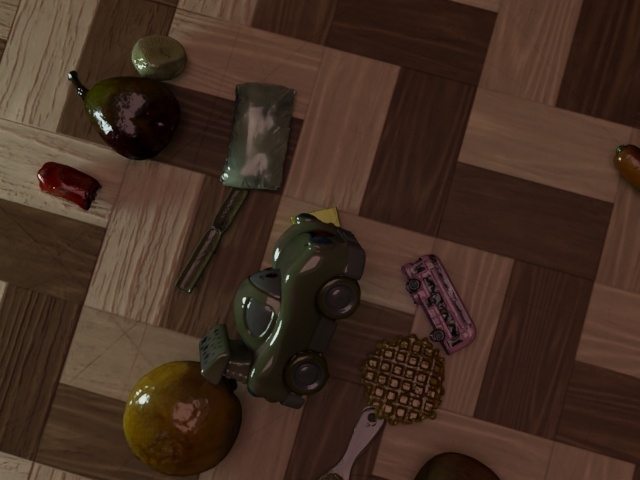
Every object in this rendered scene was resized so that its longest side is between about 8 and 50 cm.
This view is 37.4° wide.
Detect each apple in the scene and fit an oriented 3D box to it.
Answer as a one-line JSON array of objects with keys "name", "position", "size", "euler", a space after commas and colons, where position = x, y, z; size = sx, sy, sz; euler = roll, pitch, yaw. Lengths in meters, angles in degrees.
[{"name": "apple", "position": [0.260, 0.502, 1.798], "size": [0.174, 0.188, 0.188], "euler": [28, 85, 0]}]

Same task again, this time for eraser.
[{"name": "eraser", "position": [0.000, 0.000, 1.942], "size": [0.097, 0.045, 0.122], "euler": [-13, 84, 1]}]

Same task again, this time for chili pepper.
[{"name": "chili pepper", "position": [-0.527, -0.116, 1.967], "size": [0.123, 0.070, 0.073], "euler": [21, 101, 3]}]

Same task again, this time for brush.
[{"name": "brush", "position": [0.039, 0.465, 1.875], "size": [0.072, 0.067, 0.313], "euler": [32, 83, 7]}, {"name": "brush", "position": [-0.224, -0.004, 1.959], "size": [0.043, 0.036, 0.248], "euler": [28, 78, 1]}]

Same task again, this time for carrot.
[{"name": "carrot", "position": [0.683, -0.110, 1.918], "size": [0.225, 0.067, 0.067], "euler": [44, 86, 5]}]

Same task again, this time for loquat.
[{"name": "loquat", "position": [-0.266, 0.346, 1.834], "size": [0.238, 0.193, 0.238], "euler": [-2, 81, 11]}]

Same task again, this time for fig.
[{"name": "fig", "position": [-0.425, -0.282, 1.956], "size": [0.274, 0.145, 0.170], "euler": [29, 89, 19]}]

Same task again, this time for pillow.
[{"name": "pillow", "position": [-0.129, -0.217, 1.970], "size": [0.128, 0.051, 0.229], "euler": [9, 83, 2]}]

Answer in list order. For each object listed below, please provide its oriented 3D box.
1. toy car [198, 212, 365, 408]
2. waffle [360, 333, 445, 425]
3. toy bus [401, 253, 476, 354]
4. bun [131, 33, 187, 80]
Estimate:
[{"name": "toy car", "position": [-0.073, 0.120, 1.793], "size": [0.226, 0.242, 0.336], "euler": [19, 102, -13]}, {"name": "waffle", "position": [0.168, 0.278, 1.897], "size": [0.191, 0.038, 0.191], "euler": [0, 78, -1]}, {"name": "toy bus", "position": [0.238, 0.128, 1.908], "size": [0.090, 0.063, 0.203], "euler": [-28, 85, -4]}, {"name": "bun", "position": [-0.340, -0.378, 1.989], "size": [0.115, 0.069, 0.115], "euler": [9, 52, -12]}]
